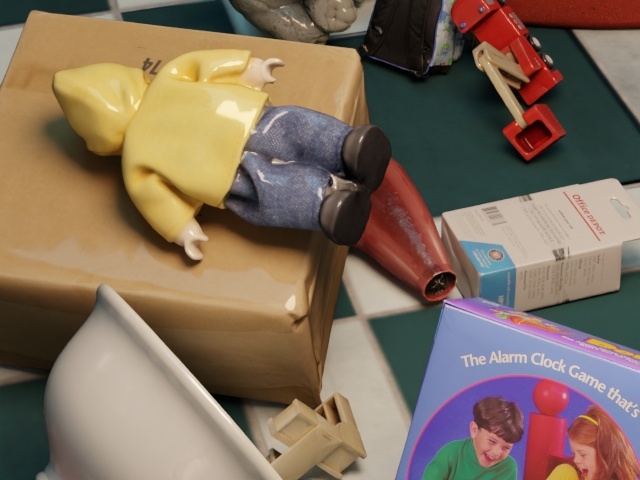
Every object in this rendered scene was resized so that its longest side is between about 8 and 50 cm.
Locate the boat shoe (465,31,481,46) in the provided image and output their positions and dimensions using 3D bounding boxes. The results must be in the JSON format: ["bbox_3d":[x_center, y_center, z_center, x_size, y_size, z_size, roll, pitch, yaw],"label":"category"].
[{"bbox_3d":[0.183,-0.238,2.010,0.045,0.050,0.135,-20,31,-18],"label":"boat shoe"}]

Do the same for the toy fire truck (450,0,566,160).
[{"bbox_3d":[0.196,-0.183,1.869,0.192,0.047,0.135,54,28,3],"label":"toy fire truck"}]

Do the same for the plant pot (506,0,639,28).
[{"bbox_3d":[0.285,-0.395,2.058,0.235,0.267,0.267,-15,37,3],"label":"plant pot"}]

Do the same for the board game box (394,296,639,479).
[{"bbox_3d":[0.224,0.204,1.266,0.347,0.233,0.078,19,9,25],"label":"board game box"}]

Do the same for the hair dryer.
[{"bbox_3d":[0.000,0.000,1.702,0.293,0.080,0.224,12,56,24],"label":"hair dryer"}]

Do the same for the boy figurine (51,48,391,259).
[{"bbox_3d":[-0.095,-0.074,1.454,0.285,0.177,0.092,16,-4,20],"label":"boy figurine"}]

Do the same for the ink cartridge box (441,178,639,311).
[{"bbox_3d":[0.214,0.007,1.670,0.180,0.060,0.104,-12,38,-12],"label":"ink cartridge box"}]

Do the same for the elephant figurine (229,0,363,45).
[{"bbox_3d":[-0.017,-0.306,2.038,0.169,0.186,0.239,-39,10,15],"label":"elephant figurine"}]

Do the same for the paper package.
[{"bbox_3d":[-0.133,-0.033,1.586,0.325,0.168,0.309,6,57,11],"label":"paper package"}]

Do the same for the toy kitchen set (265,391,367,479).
[{"bbox_3d":[-0.020,0.159,1.478,0.068,0.083,0.075,-41,35,17],"label":"toy kitchen set"}]

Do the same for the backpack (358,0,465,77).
[{"bbox_3d":[0.111,-0.250,1.969,0.105,0.114,0.084,25,25,33],"label":"backpack"}]

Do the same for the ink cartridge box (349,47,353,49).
[{"bbox_3d":[-0.041,-0.161,1.910,0.171,0.056,0.235,-3,39,0],"label":"ink cartridge box"}]

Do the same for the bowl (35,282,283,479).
[{"bbox_3d":[-0.113,0.185,1.303,0.134,0.298,0.298,-40,47,-9],"label":"bowl"}]
